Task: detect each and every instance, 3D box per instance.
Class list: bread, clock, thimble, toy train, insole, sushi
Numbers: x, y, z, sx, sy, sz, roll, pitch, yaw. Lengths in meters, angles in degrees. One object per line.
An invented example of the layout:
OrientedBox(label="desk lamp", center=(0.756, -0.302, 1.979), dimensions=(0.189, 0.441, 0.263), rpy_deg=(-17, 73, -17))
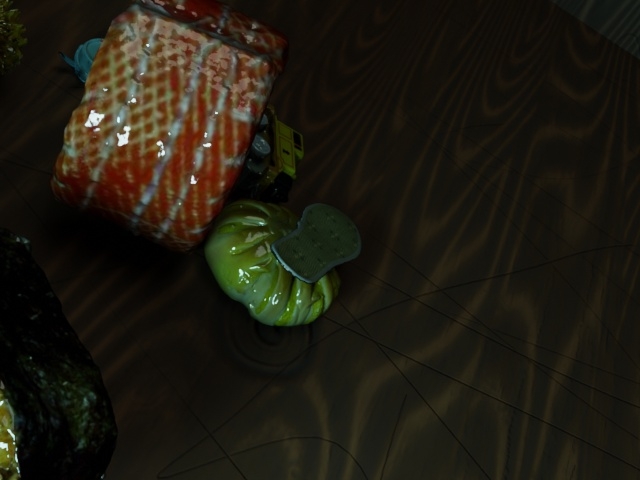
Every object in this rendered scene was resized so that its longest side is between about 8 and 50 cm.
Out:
OrientedBox(label="bread", center=(-0.063, 0.025, 1.598), dimensions=(0.213, 0.105, 0.213), rpy_deg=(22, 35, -17))
OrientedBox(label="clock", center=(-0.346, -0.278, 1.767), dimensions=(0.147, 0.045, 0.108), rpy_deg=(-15, 57, -45))
OrientedBox(label="thimble", center=(-0.204, -0.163, 1.498), dimensions=(0.230, 0.350, 0.350), rpy_deg=(24, 38, -10))
OrientedBox(label="toy train", center=(-0.088, -0.132, 1.766), dimensions=(0.127, 0.089, 0.219), rpy_deg=(27, 35, -27))
OrientedBox(label="insole", center=(0.000, 0.000, 1.592), dimensions=(0.109, 0.007, 0.322), rpy_deg=(42, 20, 4))
OrientedBox(label="sushi", center=(-0.362, 0.145, 1.101), dimensions=(0.348, 0.234, 0.207), rpy_deg=(49, 22, 27))

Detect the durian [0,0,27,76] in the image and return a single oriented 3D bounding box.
OrientedBox(label="durian", center=(-0.535, -0.316, 1.601), dimensions=(0.250, 0.183, 0.138), rpy_deg=(50, 9, 17))
